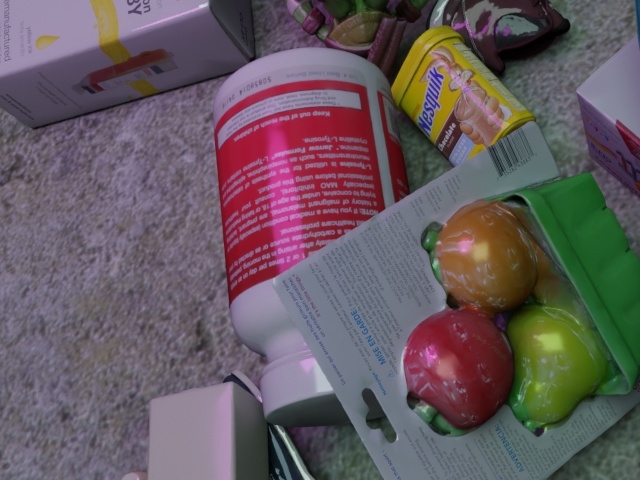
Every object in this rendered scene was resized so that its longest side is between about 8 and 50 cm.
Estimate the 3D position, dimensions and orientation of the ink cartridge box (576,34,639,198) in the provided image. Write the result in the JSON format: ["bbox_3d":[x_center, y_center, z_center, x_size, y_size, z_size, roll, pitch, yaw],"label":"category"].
[{"bbox_3d":[0.382,-0.133,1.021,0.127,0.176,0.128,-43,62,3],"label":"ink cartridge box"}]

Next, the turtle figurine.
[{"bbox_3d":[0.046,-0.342,1.159,0.198,0.266,0.274,26,82,11],"label":"turtle figurine"}]

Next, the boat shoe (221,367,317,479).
[{"bbox_3d":[-0.056,0.268,1.076,0.079,0.095,0.254,-33,72,-7],"label":"boat shoe"}]

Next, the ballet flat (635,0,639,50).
[{"bbox_3d":[0.380,-0.087,0.786,0.182,0.164,0.482,5,69,-8],"label":"ballet flat"}]

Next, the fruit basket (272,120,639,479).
[{"bbox_3d":[0.168,0.094,0.947,0.353,0.165,0.327,-32,94,-16],"label":"fruit basket"}]

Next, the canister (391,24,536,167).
[{"bbox_3d":[0.175,-0.165,1.139,0.073,0.126,0.170,-18,59,-37],"label":"canister"}]

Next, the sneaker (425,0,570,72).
[{"bbox_3d":[0.271,-0.340,1.191,0.162,0.106,0.281,31,93,22],"label":"sneaker"}]

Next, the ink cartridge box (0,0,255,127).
[{"bbox_3d":[-0.312,-0.363,1.363,0.385,0.160,0.279,-13,67,14],"label":"ink cartridge box"}]

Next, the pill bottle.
[{"bbox_3d":[0.000,0.000,1.077,0.229,0.229,0.407,-14,66,14],"label":"pill bottle"}]

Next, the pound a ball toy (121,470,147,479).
[{"bbox_3d":[-0.299,0.415,1.035,0.208,0.136,0.319,-17,48,23],"label":"pound a ball toy"}]

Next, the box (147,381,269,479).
[{"bbox_3d":[-0.117,0.298,0.962,0.113,0.094,0.275,-14,57,19],"label":"box"}]
